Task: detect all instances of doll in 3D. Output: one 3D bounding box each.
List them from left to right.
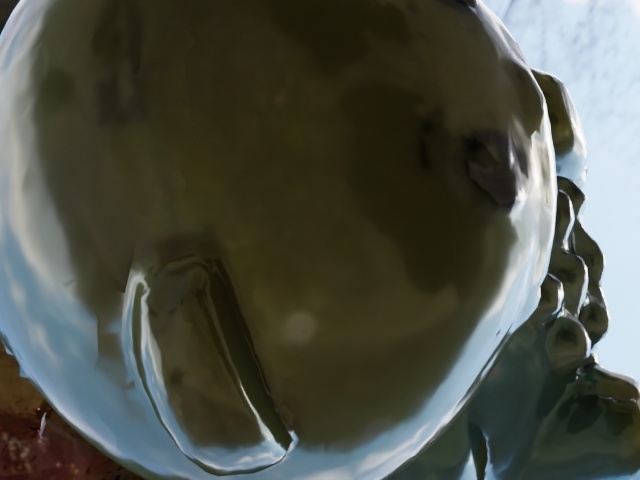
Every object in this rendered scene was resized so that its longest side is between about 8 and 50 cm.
[{"bbox_3d":[0.000,0.000,0.550,0.162,0.261,0.177,-15,-110,14],"label":"doll"}]

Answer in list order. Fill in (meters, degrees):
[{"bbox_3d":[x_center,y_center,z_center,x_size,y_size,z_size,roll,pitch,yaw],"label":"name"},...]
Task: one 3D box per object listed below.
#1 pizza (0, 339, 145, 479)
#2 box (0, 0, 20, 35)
[{"bbox_3d":[-0.087,0.234,0.751,0.440,0.130,0.406,6,-106,21],"label":"pizza"},{"bbox_3d":[-0.110,-0.094,1.182,0.149,0.231,0.155,-1,-134,16],"label":"box"}]
